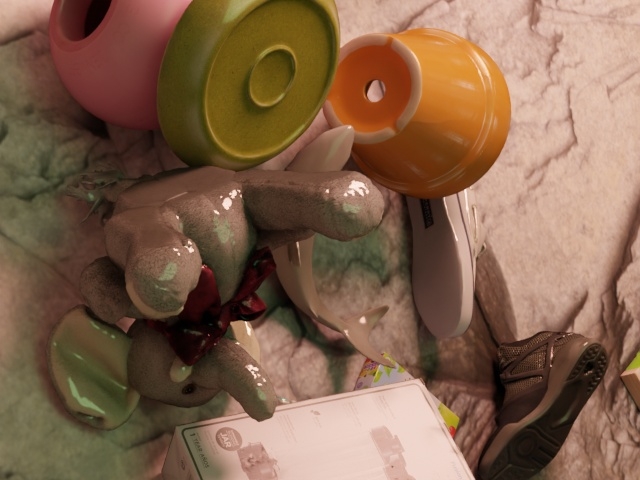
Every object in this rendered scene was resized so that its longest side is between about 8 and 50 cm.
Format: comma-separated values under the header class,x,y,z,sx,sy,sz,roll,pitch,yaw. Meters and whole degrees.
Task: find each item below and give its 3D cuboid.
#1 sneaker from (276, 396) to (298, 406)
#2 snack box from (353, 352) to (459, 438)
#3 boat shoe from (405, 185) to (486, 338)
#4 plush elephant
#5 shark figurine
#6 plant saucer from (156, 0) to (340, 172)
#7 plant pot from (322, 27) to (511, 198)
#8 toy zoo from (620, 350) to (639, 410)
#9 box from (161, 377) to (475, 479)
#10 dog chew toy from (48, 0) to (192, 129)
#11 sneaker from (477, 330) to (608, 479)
class,x,y,z,sx,sy,sz,roll,pitch,yaw
sneaker,-0.015,0.226,1.593,0.167,0.065,0.076,23,77,-32
snack box,0.096,0.215,1.704,0.141,0.037,0.100,42,50,-23
boat shoe,0.166,-0.004,1.815,0.088,0.096,0.267,8,61,-36
plush elephant,-0.124,0.070,1.419,0.272,0.330,0.255,-25,115,-36
shark figurine,-0.012,0.026,1.610,0.166,0.116,0.278,-14,110,-3
plant saucer,-0.060,-0.170,1.449,0.241,0.037,0.241,-29,135,-33
plant pot,0.097,-0.160,1.686,0.188,0.205,0.205,11,66,-62
toy zoo,0.565,0.200,2.150,0.293,0.030,0.192,-40,103,-43
box,0.003,0.253,1.468,0.290,0.087,0.169,-9,51,-27
dog chew toy,-0.127,-0.195,1.544,0.332,0.207,0.206,22,61,-46
sneaker,0.260,0.210,1.836,0.087,0.130,0.227,40,79,-32
